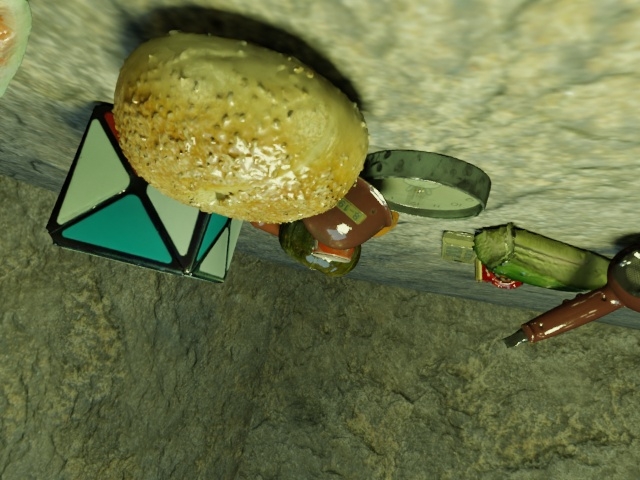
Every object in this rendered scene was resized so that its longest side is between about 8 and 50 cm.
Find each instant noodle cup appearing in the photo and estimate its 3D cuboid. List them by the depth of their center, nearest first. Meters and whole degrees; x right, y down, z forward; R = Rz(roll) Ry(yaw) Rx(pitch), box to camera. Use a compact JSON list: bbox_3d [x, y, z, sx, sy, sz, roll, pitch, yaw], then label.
[{"bbox_3d":[0.036,-0.027,0.890,0.127,0.136,0.127,12,171,2],"label":"instant noodle cup"}]

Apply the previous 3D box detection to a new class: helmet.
[{"bbox_3d":[0.019,-0.051,0.652,0.175,0.106,0.155,48,170,-15],"label":"helmet"}]

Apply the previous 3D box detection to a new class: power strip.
[{"bbox_3d":[0.363,0.025,1.064,0.092,0.035,0.268,10,171,17],"label":"power strip"}]

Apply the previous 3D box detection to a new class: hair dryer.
[{"bbox_3d":[0.529,0.138,0.802,0.340,0.123,0.312,-34,147,24],"label":"hair dryer"}]

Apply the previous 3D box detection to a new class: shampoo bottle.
[{"bbox_3d":[-0.139,-0.063,1.115,0.085,0.086,0.244,6,166,41],"label":"shampoo bottle"}]

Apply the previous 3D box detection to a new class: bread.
[{"bbox_3d":[-0.097,-0.109,0.486,0.305,0.159,0.305,14,172,2],"label":"bread"}]

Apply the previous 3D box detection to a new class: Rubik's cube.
[{"bbox_3d":[-0.281,-0.066,0.753,0.249,0.249,0.246,14,172,2],"label":"Rubik's cube"}]

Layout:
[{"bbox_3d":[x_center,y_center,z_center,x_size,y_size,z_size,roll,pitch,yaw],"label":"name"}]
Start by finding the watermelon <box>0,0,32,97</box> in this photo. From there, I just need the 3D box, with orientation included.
[{"bbox_3d":[-0.353,-0.200,0.303,0.260,0.176,0.256,-22,159,35],"label":"watermelon"}]

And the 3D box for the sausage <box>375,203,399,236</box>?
[{"bbox_3d":[0.037,-0.067,0.786,0.238,0.098,0.098,17,171,-11],"label":"sausage"}]

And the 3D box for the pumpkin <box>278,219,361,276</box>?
[{"bbox_3d":[0.000,0.000,1.058,0.223,0.157,0.224,22,-177,-1],"label":"pumpkin"}]

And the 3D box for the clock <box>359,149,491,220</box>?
[{"bbox_3d":[0.160,-0.082,0.661,0.214,0.042,0.215,13,172,2],"label":"clock"}]

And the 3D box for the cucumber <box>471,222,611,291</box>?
[{"bbox_3d":[0.484,0.054,0.871,0.325,0.105,0.145,13,171,-16],"label":"cucumber"}]

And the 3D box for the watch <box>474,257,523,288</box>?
[{"bbox_3d":[0.490,0.083,1.072,0.164,0.102,0.268,0,171,18],"label":"watch"}]
